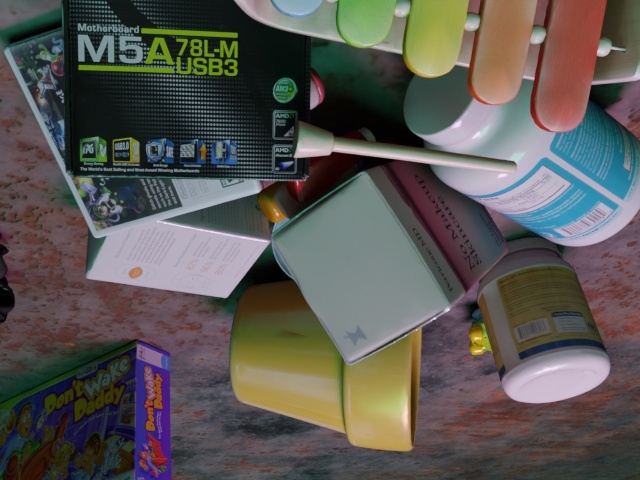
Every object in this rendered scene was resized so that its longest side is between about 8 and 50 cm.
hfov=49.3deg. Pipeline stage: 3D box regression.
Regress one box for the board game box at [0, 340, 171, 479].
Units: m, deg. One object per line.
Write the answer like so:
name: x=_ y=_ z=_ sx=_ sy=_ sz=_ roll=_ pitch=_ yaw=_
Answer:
board game box: x=-0.393 y=0.332 z=1.111 sx=0.347 sy=0.233 sz=0.078 roll=-26 pitch=142 yaw=22

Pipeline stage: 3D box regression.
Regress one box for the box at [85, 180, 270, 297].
box: x=-0.162 y=-0.014 z=0.787 sx=0.170 sy=0.091 sz=0.130 roll=12 pitch=141 yaw=-28

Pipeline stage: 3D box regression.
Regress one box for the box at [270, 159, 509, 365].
box: x=0.083 y=0.003 z=0.725 sx=0.127 sy=0.148 sz=0.232 roll=-34 pitch=176 yaw=30

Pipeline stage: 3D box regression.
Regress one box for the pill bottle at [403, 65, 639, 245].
pill bottle: x=0.205 y=-0.097 z=0.702 sx=0.264 sy=0.146 sz=0.146 roll=22 pitch=135 yaw=-37

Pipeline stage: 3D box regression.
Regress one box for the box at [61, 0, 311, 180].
box: x=-0.102 y=-0.140 z=0.551 sx=0.191 sy=0.184 sz=0.045 roll=1 pitch=-172 yaw=-9

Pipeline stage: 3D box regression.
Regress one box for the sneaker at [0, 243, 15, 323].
sneaker: x=-0.455 y=0.093 z=0.871 sx=0.130 sy=0.109 sz=0.286 roll=3 pitch=146 yaw=-28

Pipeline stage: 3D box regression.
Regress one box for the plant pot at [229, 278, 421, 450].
plant pot: x=0.014 y=0.146 z=0.949 sx=0.239 sy=0.254 sz=0.254 roll=3 pitch=147 yaw=12

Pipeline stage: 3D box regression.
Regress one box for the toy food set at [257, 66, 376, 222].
toy food set: x=-0.015 y=-0.110 z=0.683 sx=0.104 sy=0.111 sz=0.232 roll=-33 pitch=139 yaw=-19

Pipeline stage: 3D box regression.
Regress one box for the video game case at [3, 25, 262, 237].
video game case: x=-0.164 y=-0.109 z=0.630 sx=0.173 sy=0.022 sz=0.190 roll=-15 pitch=114 yaw=9

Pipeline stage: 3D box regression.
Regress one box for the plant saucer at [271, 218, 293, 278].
plant saucer: x=0.000 y=0.000 z=0.862 sx=0.119 sy=0.021 sz=0.119 roll=2 pitch=108 yaw=8

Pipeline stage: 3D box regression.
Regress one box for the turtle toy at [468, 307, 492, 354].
turtle toy: x=0.286 y=0.146 z=1.142 sx=0.095 sy=0.066 sz=0.130 roll=-10 pitch=146 yaw=5

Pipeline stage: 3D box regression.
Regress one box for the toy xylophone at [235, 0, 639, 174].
toy xylophone: x=0.090 y=-0.168 z=0.513 sx=0.323 sy=0.236 sz=0.081 roll=1 pitch=-174 yaw=-7

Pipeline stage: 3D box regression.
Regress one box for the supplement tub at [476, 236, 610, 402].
supplement tub: x=0.303 y=0.111 z=0.976 sx=0.144 sy=0.199 sz=0.144 roll=-6 pitch=146 yaw=-4
